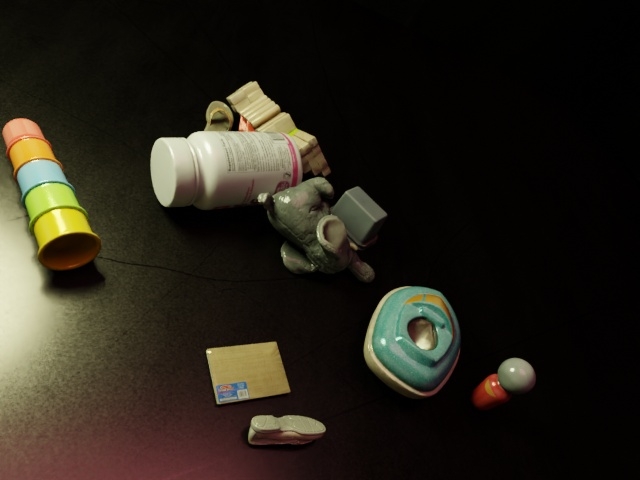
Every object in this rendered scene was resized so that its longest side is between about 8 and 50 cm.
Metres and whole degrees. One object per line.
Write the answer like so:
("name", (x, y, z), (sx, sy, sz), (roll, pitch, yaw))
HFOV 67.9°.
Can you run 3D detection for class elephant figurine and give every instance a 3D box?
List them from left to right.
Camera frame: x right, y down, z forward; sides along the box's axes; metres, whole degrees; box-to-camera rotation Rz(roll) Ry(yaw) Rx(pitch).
("elephant figurine", (0.000, 0.000, 0.997), (0.186, 0.169, 0.239), (-24, 79, -12))

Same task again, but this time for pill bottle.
("pill bottle", (-0.194, -0.148, 1.001), (0.283, 0.160, 0.160), (-9, 56, -36))

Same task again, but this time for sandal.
("sandal", (-0.254, -0.298, 1.192), (0.072, 0.049, 0.180), (17, 44, -16))

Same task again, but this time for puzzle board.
("puzzle board", (-0.122, 0.222, 0.803), (0.128, 0.011, 0.096), (0, 52, -30))

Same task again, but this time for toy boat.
("toy boat", (0.251, 0.212, 0.934), (0.318, 0.148, 0.267), (34, 41, 2))

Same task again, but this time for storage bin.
("storage bin", (0.096, -0.061, 1.146), (0.135, 0.091, 0.098), (47, 43, 15))

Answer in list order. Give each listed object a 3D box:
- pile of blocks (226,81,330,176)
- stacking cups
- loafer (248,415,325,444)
("pile of blocks", (-0.128, -0.263, 1.209), (0.113, 0.149, 0.362), (-36, 62, -10))
("stacking cups", (-0.484, -0.091, 0.839), (0.096, 0.096, 0.316), (-12, 53, -38))
("loafer", (-0.054, 0.304, 0.753), (0.125, 0.039, 0.045), (14, 12, -24))
